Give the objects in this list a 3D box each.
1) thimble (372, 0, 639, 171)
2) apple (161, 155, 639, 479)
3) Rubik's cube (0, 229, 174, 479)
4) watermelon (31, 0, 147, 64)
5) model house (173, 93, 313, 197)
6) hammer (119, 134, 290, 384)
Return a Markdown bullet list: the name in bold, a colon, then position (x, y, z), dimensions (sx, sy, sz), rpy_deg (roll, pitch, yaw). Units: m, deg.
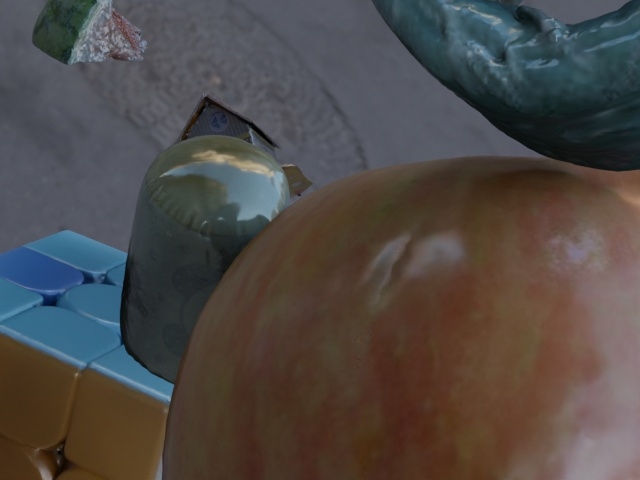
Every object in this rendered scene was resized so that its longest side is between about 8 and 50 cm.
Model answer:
- **thimble**: position (0.147, -0.137, 0.694), dimensions (0.143, 0.235, 0.198), rpy_deg (29, 66, -58)
- **apple**: position (0.106, 0.132, 0.846), dimensions (0.391, 0.391, 0.346), rpy_deg (21, 69, -38)
- **Rubik's cube**: position (-0.235, 0.189, 1.440), dimensions (0.292, 0.291, 0.290), rpy_deg (22, 19, 17)
- **watermelon**: position (-0.281, -0.246, 1.797), dimensions (0.098, 0.121, 0.158), rpy_deg (51, -3, 37)
- **model house**: position (-0.137, -0.109, 1.882), dimensions (0.219, 0.207, 0.136), rpy_deg (34, 36, -73)
- **hammer**: position (0.000, 0.000, 1.113), dimensions (0.305, 0.202, 0.113), rpy_deg (-12, 52, -27)
